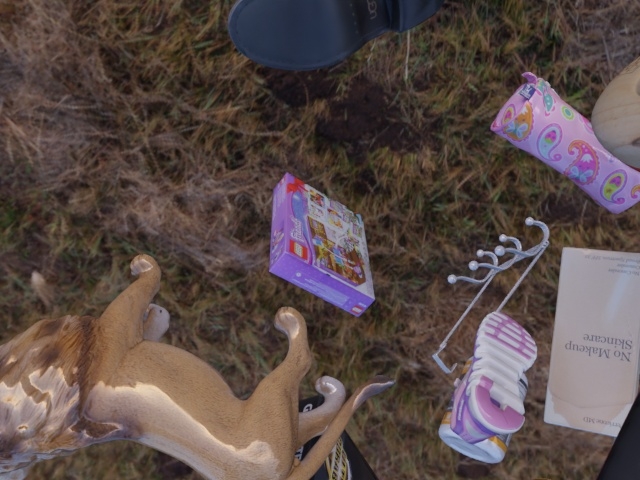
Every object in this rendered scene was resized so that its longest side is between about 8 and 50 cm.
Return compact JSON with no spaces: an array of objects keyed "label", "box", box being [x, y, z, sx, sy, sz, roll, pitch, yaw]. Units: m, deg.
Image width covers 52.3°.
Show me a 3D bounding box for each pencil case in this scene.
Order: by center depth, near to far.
[{"label":"pencil case","box":[0.437,-0.167,1.127,0.284,0.124,0.124,34,132,-6]}]

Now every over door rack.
[{"label":"over door rack","box":[0.356,0.113,1.430,0.108,0.324,0.239,32,156,-3]}]

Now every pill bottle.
[{"label":"pill bottle","box":[0.406,0.376,1.574,0.162,0.278,0.162,23,155,12]}]

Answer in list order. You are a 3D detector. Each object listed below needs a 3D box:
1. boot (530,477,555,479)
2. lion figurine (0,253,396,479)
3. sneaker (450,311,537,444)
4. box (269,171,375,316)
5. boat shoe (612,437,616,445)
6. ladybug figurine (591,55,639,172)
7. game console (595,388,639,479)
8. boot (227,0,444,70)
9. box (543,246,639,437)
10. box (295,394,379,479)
[{"label":"boot","box":[0.282,0.378,0.901,0.211,0.104,0.295,24,178,-11]},{"label":"lion figurine","box":[-0.134,0.157,0.622,0.392,0.240,0.142,15,130,6]},{"label":"sneaker","box":[0.241,0.200,0.943,0.095,0.236,0.104,33,130,3]},{"label":"box","box":[0.000,0.000,1.296,0.201,0.293,0.057,29,119,-20]},{"label":"boat shoe","box":[0.557,0.489,1.224,0.094,0.302,0.109,22,159,26]},{"label":"ladybug figurine","box":[0.525,-0.168,0.782,0.305,0.449,0.162,-41,106,-5]},{"label":"game console","box":[0.410,0.290,0.512,0.386,0.342,0.060,23,153,33]},{"label":"boot","box":[-0.009,-0.275,0.740,0.263,0.229,0.091,-19,123,-19]},{"label":"box","box":[0.491,0.177,1.154,0.148,0.311,0.121,4,173,28]},{"label":"box","box":[0.023,0.386,0.755,0.073,0.295,0.293,-23,114,21]}]
